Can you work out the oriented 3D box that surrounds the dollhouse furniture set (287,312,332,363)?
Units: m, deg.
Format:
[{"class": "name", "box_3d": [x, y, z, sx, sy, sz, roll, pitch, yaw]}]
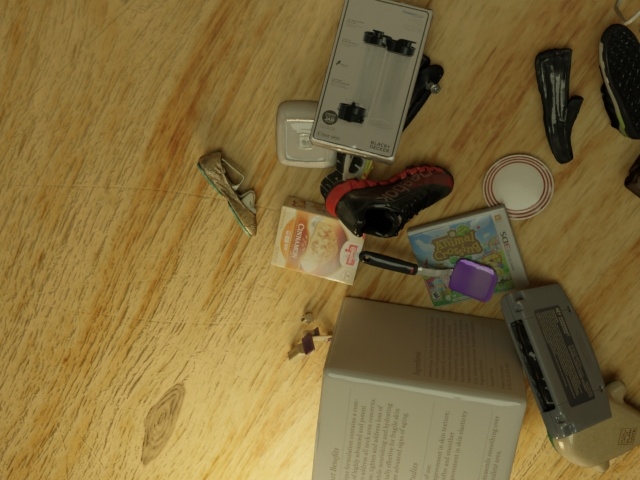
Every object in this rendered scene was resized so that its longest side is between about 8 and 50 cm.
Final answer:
[{"class": "dollhouse furniture set", "box_3d": [-0.023, 0.231, 1.925, 0.081, 0.091, 0.114, 4, 150, -35]}]

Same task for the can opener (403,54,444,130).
[{"class": "can opener", "box_3d": [0.181, -0.274, 1.650, 0.059, 0.073, 0.186, 6, 126, -36]}]

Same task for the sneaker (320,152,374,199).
[{"class": "sneaker", "box_3d": [0.070, -0.142, 1.708, 0.081, 0.094, 0.208, 41, 138, 13]}]

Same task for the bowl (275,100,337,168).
[{"class": "bowl", "box_3d": [-0.027, -0.211, 1.708, 0.142, 0.053, 0.142, 5, 113, 7]}]

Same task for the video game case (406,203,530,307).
[{"class": "video game case", "box_3d": [0.312, 0.037, 1.763, 0.212, 0.023, 0.193, -15, 112, 20]}]

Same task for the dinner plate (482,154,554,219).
[{"class": "dinner plate", "box_3d": [0.402, -0.109, 1.696, 0.141, 0.017, 0.141, 4, 113, 9]}]

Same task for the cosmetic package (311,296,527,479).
[{"class": "cosmetic package", "box_3d": [0.202, 0.355, 1.763, 0.393, 0.327, 0.330, 9, 114, 5]}]

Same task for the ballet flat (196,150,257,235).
[{"class": "ballet flat", "box_3d": [-0.180, -0.103, 1.776, 0.067, 0.073, 0.206, -33, 108, 7]}]

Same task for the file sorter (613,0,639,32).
[{"class": "file sorter", "box_3d": [0.623, -0.409, 1.431, 0.277, 0.193, 0.173, 37, 117, -7]}]

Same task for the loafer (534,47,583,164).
[{"class": "loafer", "box_3d": [0.462, -0.255, 1.588, 0.078, 0.076, 0.223, -7, 108, 21]}]

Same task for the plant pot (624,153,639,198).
[{"class": "plant pot", "box_3d": [0.681, -0.110, 1.575, 0.165, 0.167, 0.167, 34, 115, 2]}]

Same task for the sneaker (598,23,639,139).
[{"class": "sneaker", "box_3d": [0.544, -0.287, 1.544, 0.084, 0.097, 0.235, -30, 117, -11]}]

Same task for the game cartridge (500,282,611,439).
[{"class": "game cartridge", "box_3d": [0.483, 0.237, 1.693, 0.062, 0.198, 0.297, -30, 72, 40]}]

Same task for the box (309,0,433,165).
[{"class": "box", "box_3d": [0.095, -0.303, 1.565, 0.169, 0.087, 0.290, 14, 90, 4]}]

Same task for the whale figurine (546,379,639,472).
[{"class": "whale figurine", "box_3d": [0.622, 0.399, 1.833, 0.272, 0.141, 0.216, 2, 103, -17]}]

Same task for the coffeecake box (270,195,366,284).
[{"class": "coffeecake box", "box_3d": [0.000, 0.000, 1.786, 0.185, 0.068, 0.142, 14, 114, 3]}]

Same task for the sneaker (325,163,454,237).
[{"class": "sneaker", "box_3d": [0.154, -0.071, 1.644, 0.276, 0.135, 0.098, -13, 137, -20]}]

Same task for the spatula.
[{"class": "spatula", "box_3d": [0.224, 0.063, 1.751, 0.296, 0.030, 0.084, 12, 118, -6]}]
